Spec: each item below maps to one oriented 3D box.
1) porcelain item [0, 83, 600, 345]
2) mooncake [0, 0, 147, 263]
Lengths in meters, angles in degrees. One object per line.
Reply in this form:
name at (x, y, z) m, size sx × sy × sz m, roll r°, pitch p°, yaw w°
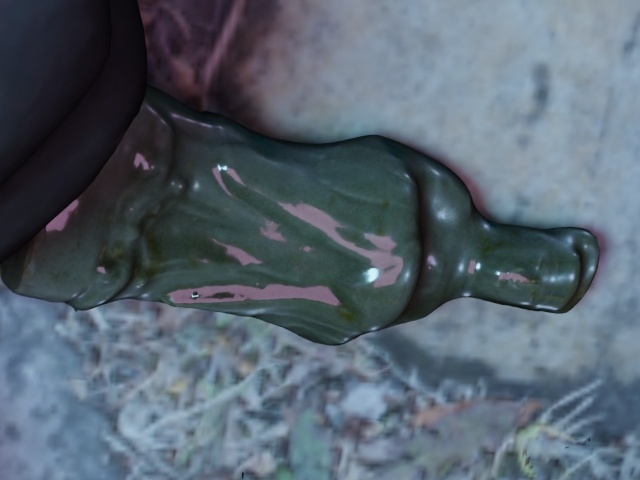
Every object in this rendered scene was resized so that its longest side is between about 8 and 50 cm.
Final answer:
porcelain item at (0.000, 0.000, 0.595) m, size 0.216 × 0.069 × 0.081 m, roll 12°, pitch 102°, yaw -22°
mooncake at (-0.144, -0.095, 0.433) m, size 0.133 × 0.245 × 0.245 m, roll -33°, pitch 114°, yaw -2°
